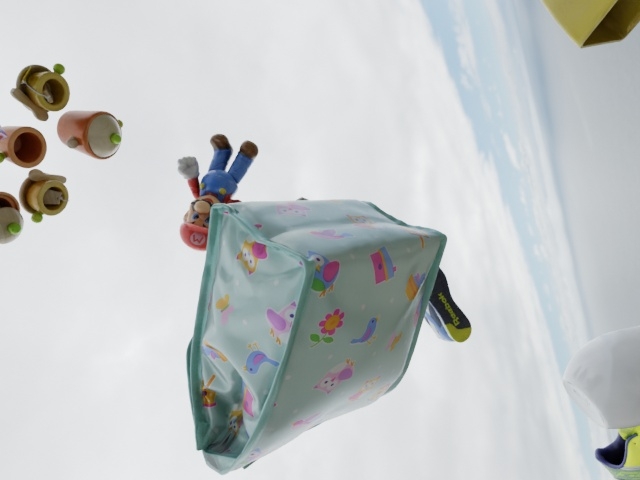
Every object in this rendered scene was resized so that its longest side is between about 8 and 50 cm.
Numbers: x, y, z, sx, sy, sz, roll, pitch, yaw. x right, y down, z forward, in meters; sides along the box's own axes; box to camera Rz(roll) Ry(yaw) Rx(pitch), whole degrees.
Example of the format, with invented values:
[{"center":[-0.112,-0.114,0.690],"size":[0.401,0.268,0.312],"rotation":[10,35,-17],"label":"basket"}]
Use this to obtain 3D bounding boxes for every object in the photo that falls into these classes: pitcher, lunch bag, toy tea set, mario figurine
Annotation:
[{"center":[0.487,0.203,0.669],"size":[0.177,0.207,0.125],"rotation":[57,179,-29],"label":"pitcher"},{"center":[-0.010,0.097,0.461],"size":[0.223,0.160,0.262],"rotation":[-8,-60,-45],"label":"lunch bag"},{"center":[-0.487,-0.141,0.809],"size":[0.200,0.124,0.336],"rotation":[57,-130,-69],"label":"toy tea set"},{"center":[-0.262,-0.126,1.110],"size":[0.170,0.198,0.320],"rotation":[37,-120,-46],"label":"mario figurine"}]

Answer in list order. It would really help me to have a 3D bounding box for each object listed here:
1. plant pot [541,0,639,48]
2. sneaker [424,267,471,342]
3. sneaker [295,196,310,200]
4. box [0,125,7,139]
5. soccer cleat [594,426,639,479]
[{"center":[0.524,-0.510,0.811],"size":[0.212,0.212,0.187],"rotation":[-23,-115,-34],"label":"plant pot"},{"center":[0.178,0.096,0.698],"size":[0.053,0.059,0.144],"rotation":[-20,-101,-20],"label":"sneaker"},{"center":[0.000,0.000,0.991],"size":[0.084,0.083,0.214],"rotation":[-35,-68,-25],"label":"sneaker"},{"center":[-0.544,-0.140,0.527],"size":[0.057,0.201,0.293],"rotation":[60,165,-7],"label":"box"},{"center":[0.603,0.335,0.789],"size":[0.093,0.121,0.289],"rotation":[-29,-39,-51],"label":"soccer cleat"}]
